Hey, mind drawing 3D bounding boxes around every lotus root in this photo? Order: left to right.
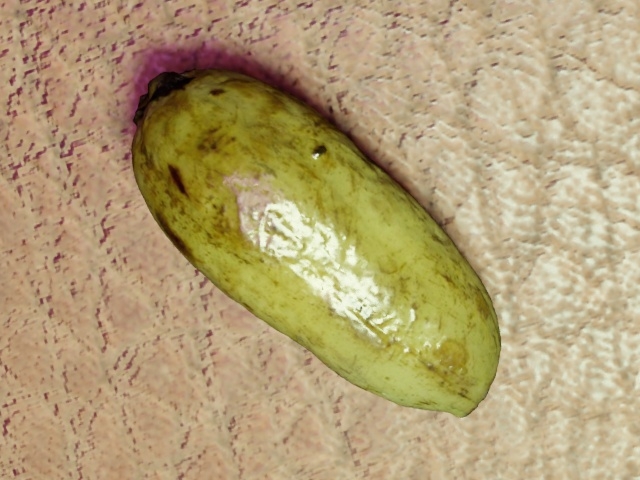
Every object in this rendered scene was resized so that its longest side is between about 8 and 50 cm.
[{"bbox_3d":[0.000,0.000,1.057,0.258,0.097,0.110,39,101,-8],"label":"lotus root"}]
